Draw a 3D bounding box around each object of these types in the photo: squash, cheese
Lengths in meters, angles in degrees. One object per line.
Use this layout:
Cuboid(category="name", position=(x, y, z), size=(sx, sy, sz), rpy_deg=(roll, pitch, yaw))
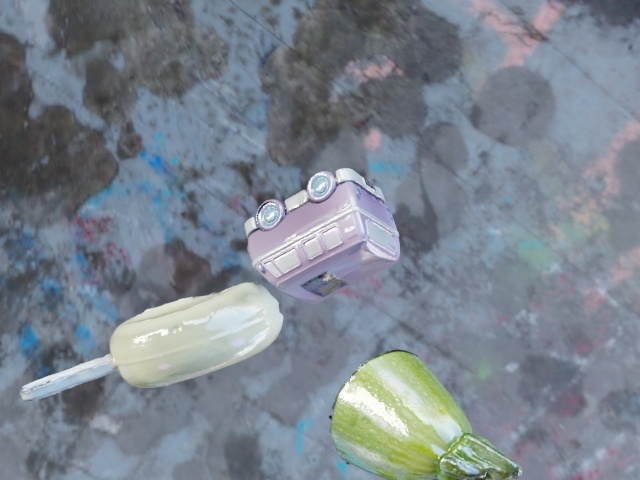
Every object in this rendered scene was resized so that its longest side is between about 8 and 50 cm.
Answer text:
Cuboid(category="squash", position=(0.084, 0.157, 0.877), size=(0.105, 0.132, 0.105), rpy_deg=(-18, 122, -31))
Cuboid(category="cheese", position=(-0.169, 0.111, 1.158), size=(0.248, 0.163, 0.071), rpy_deg=(-21, 97, -33))

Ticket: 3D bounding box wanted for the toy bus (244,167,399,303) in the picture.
Cuboid(category="toy bus", position=(0.000, 0.000, 1.706), size=(0.202, 0.142, 0.142), rpy_deg=(-28, 152, 22))
